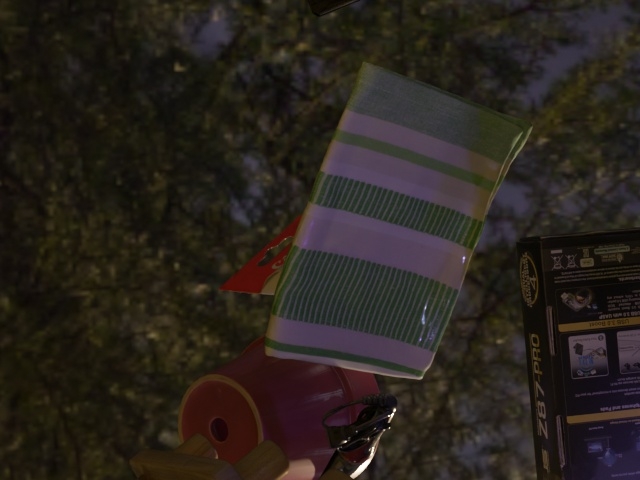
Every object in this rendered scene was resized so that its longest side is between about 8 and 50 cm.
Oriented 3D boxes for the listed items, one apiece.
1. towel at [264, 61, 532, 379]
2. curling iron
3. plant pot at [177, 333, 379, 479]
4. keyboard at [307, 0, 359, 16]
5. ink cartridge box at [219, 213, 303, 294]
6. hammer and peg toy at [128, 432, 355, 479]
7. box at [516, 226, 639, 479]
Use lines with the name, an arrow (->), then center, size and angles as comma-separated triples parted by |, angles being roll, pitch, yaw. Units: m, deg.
towel -> 0.083, -0.007, 1.303 | 0.038, 0.248, 0.324 | 37, -71, 50
curling iron -> 0.021, 0.197, 1.133 | 0.274, 0.068, 0.035 | 109, -35, -65
plant pot -> -0.059, 0.207, 1.396 | 0.201, 0.180, 0.201 | 3, -86, 36
keyboard -> 0.010, -0.420, 1.714 | 0.023, 0.108, 0.180 | -20, 89, -79
ink cartridge box -> 0.000, 0.000, 1.496 | 0.232, 0.189, 0.066 | 9, -51, 40
hammer and peg toy -> -0.047, 0.309, 1.090 | 0.266, 0.127, 0.361 | 58, -25, -10
box -> 0.430, 0.134, 1.334 | 0.097, 0.395, 0.318 | 168, -84, -81
